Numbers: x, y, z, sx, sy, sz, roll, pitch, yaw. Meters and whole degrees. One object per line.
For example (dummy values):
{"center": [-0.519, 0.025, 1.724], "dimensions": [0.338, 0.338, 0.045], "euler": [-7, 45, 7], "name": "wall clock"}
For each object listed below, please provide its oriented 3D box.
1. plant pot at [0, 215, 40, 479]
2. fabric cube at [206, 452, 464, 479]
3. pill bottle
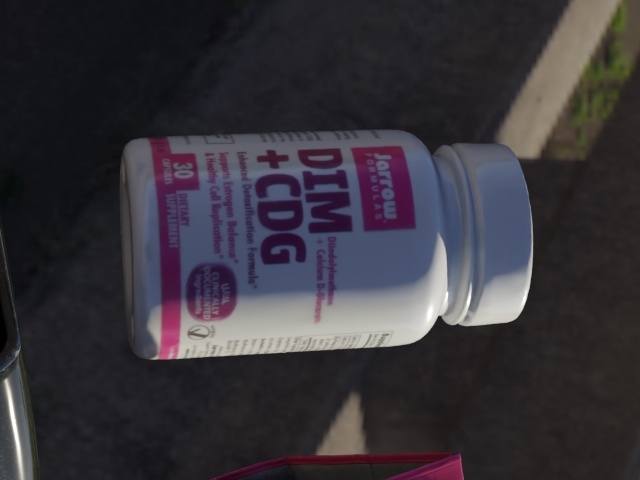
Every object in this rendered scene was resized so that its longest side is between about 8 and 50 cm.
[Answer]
{"center": [-0.189, 0.063, 0.569], "dimensions": [0.188, 0.187, 0.167], "euler": [-112, -169, -49], "name": "plant pot"}
{"center": [-0.015, 0.356, 1.531], "dimensions": [0.254, 0.259, 0.258], "euler": [-12, 93, -44], "name": "fabric cube"}
{"center": [0.000, 0.000, 1.172], "dimensions": [0.160, 0.283, 0.160], "euler": [177, -90, -80], "name": "pill bottle"}
